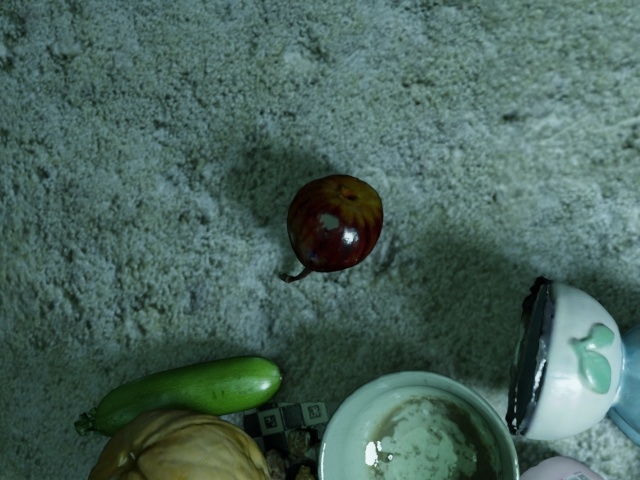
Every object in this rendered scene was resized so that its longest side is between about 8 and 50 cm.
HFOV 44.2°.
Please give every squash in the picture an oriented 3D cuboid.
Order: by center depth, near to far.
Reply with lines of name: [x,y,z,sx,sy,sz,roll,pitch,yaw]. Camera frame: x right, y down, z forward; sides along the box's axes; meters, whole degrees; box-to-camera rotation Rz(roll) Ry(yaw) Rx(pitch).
squash: [-0.241,0.263,1.313,0.379,0.101,0.101,-17,81,15]

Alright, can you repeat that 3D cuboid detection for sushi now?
sushi: [-0.030,0.357,1.278,0.210,0.040,0.192,-6,83,14]

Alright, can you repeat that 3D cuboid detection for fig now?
fig: [0.015,-0.007,1.246,0.148,0.149,0.202,18,94,10]

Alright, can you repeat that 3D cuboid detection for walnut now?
walnut: [-0.199,0.403,1.190,0.277,0.313,0.252,4,51,32]

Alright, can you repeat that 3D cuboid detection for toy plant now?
toy plant: [0.443,0.189,1.091,0.332,0.247,0.247,11,87,9]

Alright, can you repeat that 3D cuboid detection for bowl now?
bowl: [0.152,0.331,1.179,0.289,0.146,0.289,-1,86,16]

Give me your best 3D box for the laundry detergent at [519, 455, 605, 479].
laundry detergent: [0.412,0.416,1.030,0.335,0.159,0.087,37,125,48]
